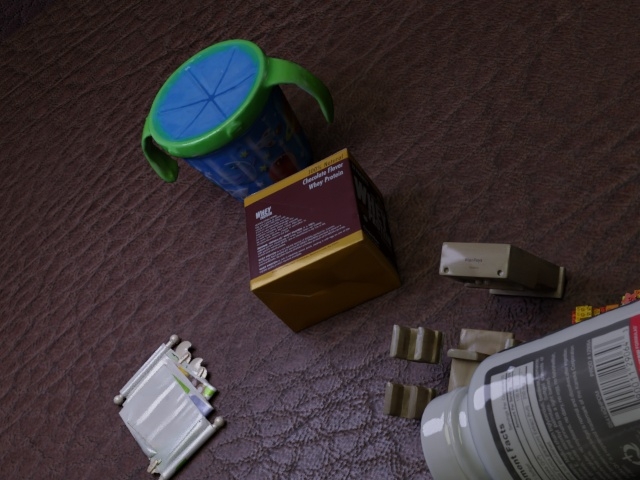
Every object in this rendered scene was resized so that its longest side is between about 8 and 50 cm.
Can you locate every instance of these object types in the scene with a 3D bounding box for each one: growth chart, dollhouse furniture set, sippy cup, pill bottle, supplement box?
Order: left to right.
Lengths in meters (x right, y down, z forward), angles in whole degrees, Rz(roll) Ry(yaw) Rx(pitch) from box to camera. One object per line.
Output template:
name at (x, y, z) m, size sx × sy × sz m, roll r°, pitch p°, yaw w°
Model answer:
growth chart at (-0.238, 0.259, 1.620) m, size 0.172 × 0.021 × 0.237 m, roll -41°, pitch 42°, yaw -1°
sippy cup at (-0.136, -0.183, 1.759) m, size 0.305 × 0.224 × 0.240 m, roll 17°, pitch 67°, yaw 43°
supplement box at (0.000, 0.000, 1.580) m, size 0.191 × 0.129 × 0.194 m, roll -25°, pitch 45°, yaw 17°
dollhouse furniture set at (0.225, 0.137, 1.334) m, size 0.212 × 0.161 × 0.242 m, roll 2°, pitch 80°, yaw 37°
pill bottle at (0.267, 0.179, 1.076) m, size 0.318 × 0.176 × 0.176 m, roll -27°, pitch 43°, yaw 35°

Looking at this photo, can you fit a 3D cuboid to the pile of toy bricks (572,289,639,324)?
pile of toy bricks at (0.396, 0.092, 1.235) m, size 0.212 × 0.105 × 0.118 m, roll -12°, pitch 50°, yaw 29°
